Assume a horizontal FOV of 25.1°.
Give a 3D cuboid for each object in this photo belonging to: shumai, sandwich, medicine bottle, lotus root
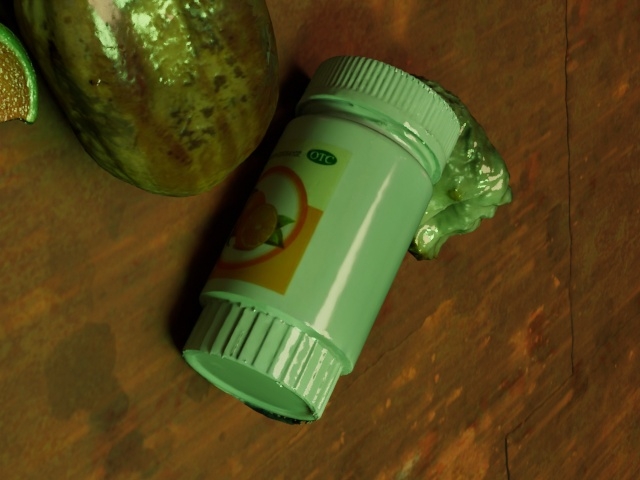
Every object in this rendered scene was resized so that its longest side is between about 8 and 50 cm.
[{"bbox_3d":[0.099,-0.073,1.514,0.142,0.184,0.184,-37,134,-7],"label":"shumai"},{"bbox_3d":[-0.253,-0.130,1.056,0.135,0.029,0.067,39,73,-53],"label":"sandwich"},{"bbox_3d":[0.000,0.000,1.339,0.158,0.158,0.318,49,59,-49],"label":"medicine bottle"},{"bbox_3d":[-0.130,-0.154,1.106,0.193,0.193,0.291,-58,150,-27],"label":"lotus root"}]
